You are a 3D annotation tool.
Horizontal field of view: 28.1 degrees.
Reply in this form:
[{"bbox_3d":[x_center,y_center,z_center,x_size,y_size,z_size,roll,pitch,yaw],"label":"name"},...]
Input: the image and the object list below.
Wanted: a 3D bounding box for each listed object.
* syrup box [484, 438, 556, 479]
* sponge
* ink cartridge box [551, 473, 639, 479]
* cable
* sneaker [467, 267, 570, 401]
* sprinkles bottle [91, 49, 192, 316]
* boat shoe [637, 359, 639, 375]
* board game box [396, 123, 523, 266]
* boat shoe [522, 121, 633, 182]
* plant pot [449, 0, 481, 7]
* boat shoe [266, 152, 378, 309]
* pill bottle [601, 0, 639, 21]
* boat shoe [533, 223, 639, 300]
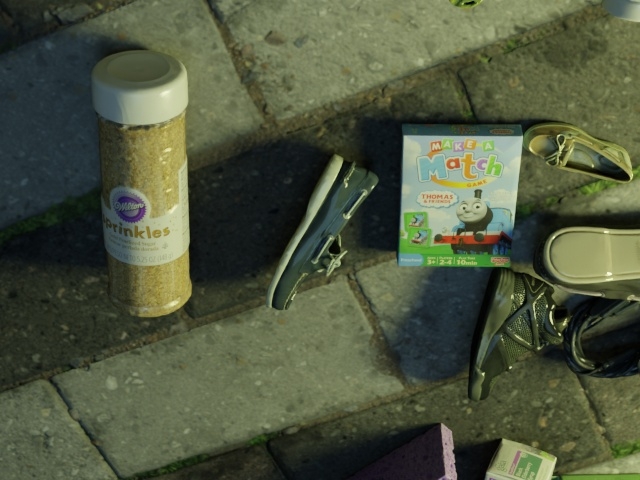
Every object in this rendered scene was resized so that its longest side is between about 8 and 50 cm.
[{"bbox_3d":[0.298,0.443,2.033,0.096,0.093,0.237,18,121,14],"label":"syrup box"},{"bbox_3d":[0.118,0.380,2.001,0.210,0.117,0.031,-35,119,22],"label":"sponge"},{"bbox_3d":[0.436,0.437,2.068,0.209,0.062,0.109,-1,125,2],"label":"ink cartridge box"},{"bbox_3d":[0.443,0.137,1.883,0.150,0.047,0.184,38,112,-27],"label":"cable"},{"bbox_3d":[0.287,0.150,1.862,0.130,0.087,0.227,14,118,-1],"label":"sneaker"},{"bbox_3d":[-0.233,-0.070,1.701,0.121,0.121,0.355,2,124,-1],"label":"sprinkles bottle"},{"bbox_3d":[0.587,0.148,1.835,0.267,0.088,0.096,-30,136,9],"label":"boat shoe"},{"bbox_3d":[0.187,-0.060,1.752,0.160,0.039,0.211,0,123,1],"label":"board game box"},{"bbox_3d":[0.344,-0.114,1.707,0.153,0.048,0.056,19,122,-12],"label":"boat shoe"},{"bbox_3d":[0.174,-0.320,1.551,0.083,0.079,0.083,1,123,1],"label":"plant pot"},{"bbox_3d":[0.000,0.000,1.765,0.079,0.095,0.254,25,112,-2],"label":"boat shoe"},{"bbox_3d":[0.386,-0.359,1.504,0.112,0.112,0.187,2,124,-1],"label":"pill bottle"},{"bbox_3d":[0.461,0.031,1.788,0.335,0.095,0.112,5,81,-5],"label":"boat shoe"}]
